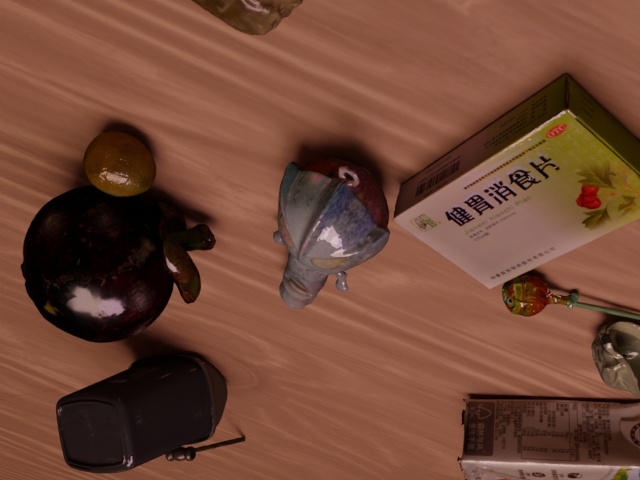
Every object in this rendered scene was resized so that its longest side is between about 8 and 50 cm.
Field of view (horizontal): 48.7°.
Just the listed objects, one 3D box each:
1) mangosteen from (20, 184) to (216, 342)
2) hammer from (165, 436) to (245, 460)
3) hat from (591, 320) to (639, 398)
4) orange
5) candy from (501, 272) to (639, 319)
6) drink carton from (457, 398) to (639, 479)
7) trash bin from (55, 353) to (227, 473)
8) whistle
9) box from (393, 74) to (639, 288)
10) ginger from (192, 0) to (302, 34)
[{"bbox_3d":[-0.279,0.025,0.996,0.265,0.228,0.228,-14,141,-8],"label":"mangosteen"},{"bbox_3d":[-0.228,0.440,1.513,0.058,0.029,0.292,-6,169,20],"label":"hammer"},{"bbox_3d":[0.464,0.165,1.013,0.166,0.081,0.123,0,105,-3],"label":"hat"},{"bbox_3d":[-0.262,-0.098,0.926,0.095,0.085,0.085,35,138,-19],"label":"orange"},{"bbox_3d":[0.346,0.088,0.971,0.200,0.061,0.060,10,142,-4],"label":"candy"},{"bbox_3d":[0.417,0.372,1.223,0.324,0.132,0.194,-4,137,22],"label":"drink carton"},{"bbox_3d":[-0.329,0.322,1.342,0.209,0.290,0.183,-7,92,29],"label":"trash bin"},{"bbox_3d":[0.001,0.000,0.932,0.142,0.134,0.346,15,152,-4],"label":"whistle"},{"bbox_3d":[0.235,-0.053,0.819,0.175,0.062,0.260,34,139,-21],"label":"box"},{"bbox_3d":[-0.115,-0.290,0.616,0.116,0.109,0.263,13,152,52],"label":"ginger"}]
